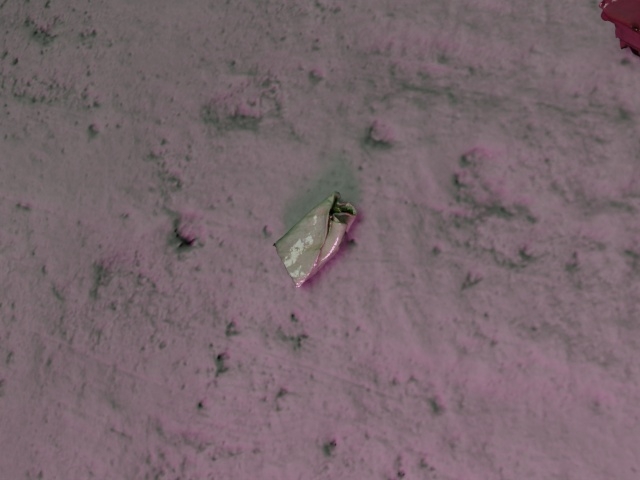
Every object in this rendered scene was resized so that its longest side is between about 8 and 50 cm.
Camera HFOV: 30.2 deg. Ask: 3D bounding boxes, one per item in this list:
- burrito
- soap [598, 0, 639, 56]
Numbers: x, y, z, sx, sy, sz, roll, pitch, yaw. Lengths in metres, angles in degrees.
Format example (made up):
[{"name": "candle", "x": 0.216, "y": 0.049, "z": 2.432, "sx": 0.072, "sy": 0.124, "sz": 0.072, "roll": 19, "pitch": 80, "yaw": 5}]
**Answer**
[{"name": "burrito", "x": -0.002, "y": -0.002, "z": 1.456, "sx": 0.118, "sy": 0.044, "sz": 0.074, "roll": -41, "pitch": 59, "yaw": 14}, {"name": "soap", "x": 0.459, "y": -0.233, "z": 1.225, "sx": 0.289, "sy": 0.112, "sz": 0.182, "roll": 37, "pitch": 96, "yaw": 34}]
